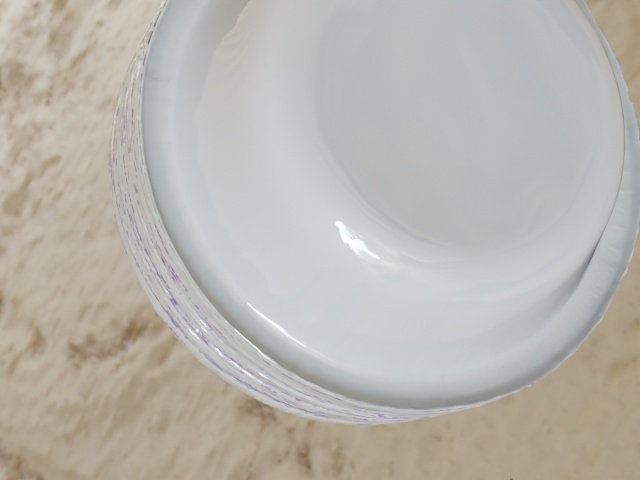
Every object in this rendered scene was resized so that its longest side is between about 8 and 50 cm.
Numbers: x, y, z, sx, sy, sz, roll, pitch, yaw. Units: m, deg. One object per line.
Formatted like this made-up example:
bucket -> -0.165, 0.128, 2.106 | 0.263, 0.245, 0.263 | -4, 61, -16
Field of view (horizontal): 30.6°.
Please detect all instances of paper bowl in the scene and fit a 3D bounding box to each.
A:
paper bowl -> 0.041, -0.050, 0.612 | 0.148, 0.284, 0.284 | -34, 35, 65

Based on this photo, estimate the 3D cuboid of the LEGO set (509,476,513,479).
LEGO set -> 0.187, 0.246, 1.076 | 0.054, 0.023, 0.083 | -24, 15, 4
